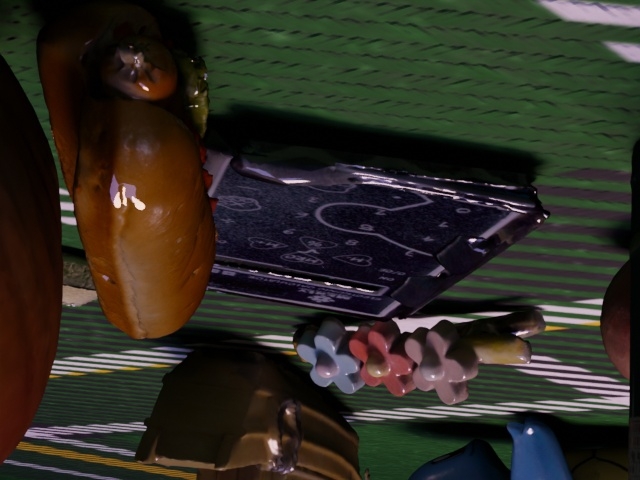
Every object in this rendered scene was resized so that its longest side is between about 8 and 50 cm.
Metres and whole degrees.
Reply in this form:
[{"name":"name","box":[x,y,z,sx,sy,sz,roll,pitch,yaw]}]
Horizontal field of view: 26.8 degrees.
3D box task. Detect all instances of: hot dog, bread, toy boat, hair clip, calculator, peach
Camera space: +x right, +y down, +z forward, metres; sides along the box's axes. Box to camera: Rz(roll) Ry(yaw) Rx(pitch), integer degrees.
[{"name":"hot dog","box":[-0.071,-0.024,0.537,0.062,0.092,0.236,-12,165,-8]},{"name":"bread","box":[-0.203,0.015,0.828,0.153,0.028,0.068,13,163,-29]},{"name":"toy boat","box":[-0.059,0.202,1.200,0.136,0.162,0.445,4,164,13]},{"name":"hair clip","box":[0.054,0.078,0.913,0.214,0.062,0.056,-9,-159,38]},{"name":"calculator","box":[0.000,0.001,0.709,0.165,0.028,0.274,8,164,-10]},{"name":"peach","box":[0.185,0.040,0.693,0.083,0.083,0.083,5,164,1]}]

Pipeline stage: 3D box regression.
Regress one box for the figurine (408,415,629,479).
[{"name":"figurine","box":[0.297,0.286,1.362,0.416,0.243,0.298,22,179,18]}]

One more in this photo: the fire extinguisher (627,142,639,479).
[{"name":"fire extinguisher","box":[0.169,0.105,0.534,0.093,0.294,0.118,3,165,3]}]

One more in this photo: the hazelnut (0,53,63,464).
[{"name":"hazelnut","box":[-0.171,-0.016,0.452,0.210,0.210,0.186,-4,175,31]}]
